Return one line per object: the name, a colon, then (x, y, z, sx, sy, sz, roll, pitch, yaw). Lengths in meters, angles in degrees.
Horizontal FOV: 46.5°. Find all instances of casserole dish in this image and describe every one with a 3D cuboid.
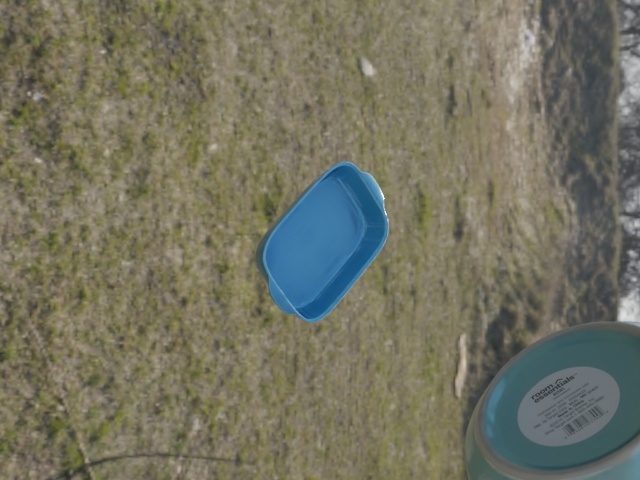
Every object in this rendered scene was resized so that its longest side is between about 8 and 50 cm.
casserole dish: (0.000, 0.000, 0.785, 0.188, 0.037, 0.114, -49, 119, -29)

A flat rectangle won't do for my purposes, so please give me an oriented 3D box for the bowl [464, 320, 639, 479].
bowl: (0.253, 0.189, 0.652, 0.163, 0.312, 0.311, 55, 31, -21)
